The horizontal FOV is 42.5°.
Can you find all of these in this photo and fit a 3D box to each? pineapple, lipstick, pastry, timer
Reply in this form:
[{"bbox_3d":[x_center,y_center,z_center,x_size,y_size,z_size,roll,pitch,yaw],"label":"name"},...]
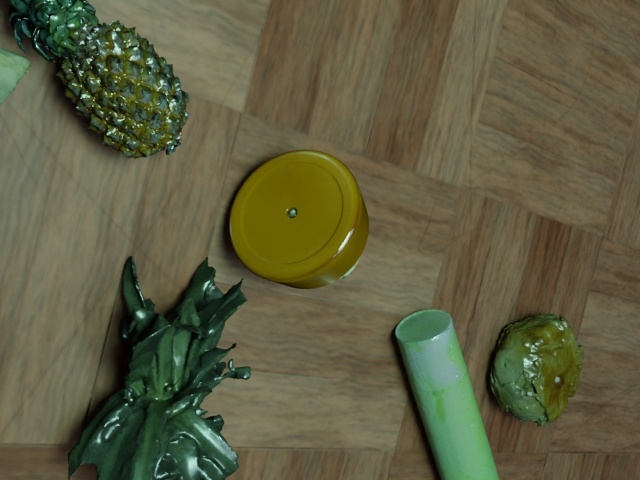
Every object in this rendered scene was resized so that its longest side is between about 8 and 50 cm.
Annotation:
[{"bbox_3d":[-0.138,0.195,0.729,0.166,0.165,0.364,-5,94,-39],"label":"pineapple"},{"bbox_3d":[0.163,0.227,1.016,0.076,0.076,0.304,-35,118,-29],"label":"lipstick"},{"bbox_3d":[0.292,0.171,1.105,0.153,0.081,0.153,-1,92,-44],"label":"pastry"},{"bbox_3d":[0.000,0.000,0.819,0.132,0.132,0.152,-63,152,-10],"label":"timer"},{"bbox_3d":[-0.176,-0.153,0.648,0.221,0.083,0.103,54,54,-33],"label":"pineapple"}]

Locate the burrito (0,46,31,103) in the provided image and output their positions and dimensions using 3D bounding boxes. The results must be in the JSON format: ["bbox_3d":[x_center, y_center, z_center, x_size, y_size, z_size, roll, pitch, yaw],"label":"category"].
[{"bbox_3d":[-0.344,-0.116,0.507,0.299,0.105,0.143,24,80,-38],"label":"burrito"}]
